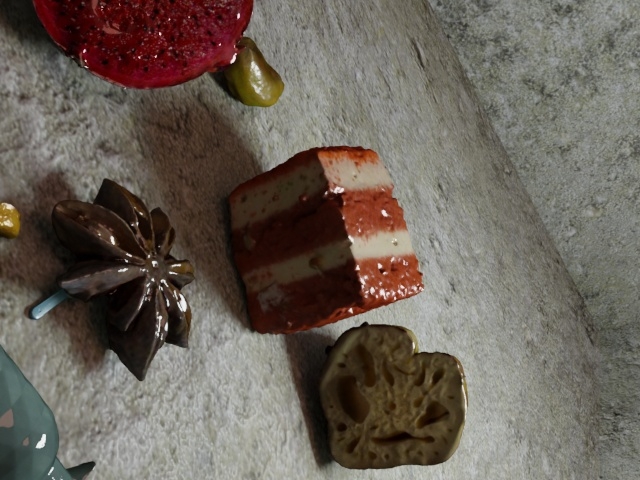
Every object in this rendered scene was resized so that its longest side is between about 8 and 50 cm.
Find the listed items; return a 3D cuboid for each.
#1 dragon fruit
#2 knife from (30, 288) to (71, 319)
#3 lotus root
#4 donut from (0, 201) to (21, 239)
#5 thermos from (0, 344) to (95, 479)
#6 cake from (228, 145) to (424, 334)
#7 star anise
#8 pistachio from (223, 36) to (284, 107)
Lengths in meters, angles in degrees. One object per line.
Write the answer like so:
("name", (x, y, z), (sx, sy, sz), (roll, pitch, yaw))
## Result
("dragon fruit", (-0.294, -0.442, 1.342), (0.386, 0.371, 0.249), (46, 3, -37))
("knife", (-0.379, 0.085, 1.179), (0.096, 0.010, 0.027), (-47, 118, -55))
("lotus root", (0.160, 0.293, 1.691), (0.250, 0.316, 0.316), (-9, 81, -76))
("donut", (-0.442, -0.023, 1.118), (0.083, 0.067, 0.038), (83, -7, -69))
("thermos", (-0.397, 0.228, 0.948), (0.182, 0.145, 0.287), (-39, 111, -25))
("cake", (0.000, 0.000, 1.601), (0.270, 0.269, 0.320), (-5, 76, -59))
("star anise", (-0.288, 0.058, 1.250), (0.315, 0.108, 0.316), (36, 48, -53))
("pistachio", (-0.149, -0.343, 1.726), (0.189, 0.100, 0.110), (49, 58, -57))
